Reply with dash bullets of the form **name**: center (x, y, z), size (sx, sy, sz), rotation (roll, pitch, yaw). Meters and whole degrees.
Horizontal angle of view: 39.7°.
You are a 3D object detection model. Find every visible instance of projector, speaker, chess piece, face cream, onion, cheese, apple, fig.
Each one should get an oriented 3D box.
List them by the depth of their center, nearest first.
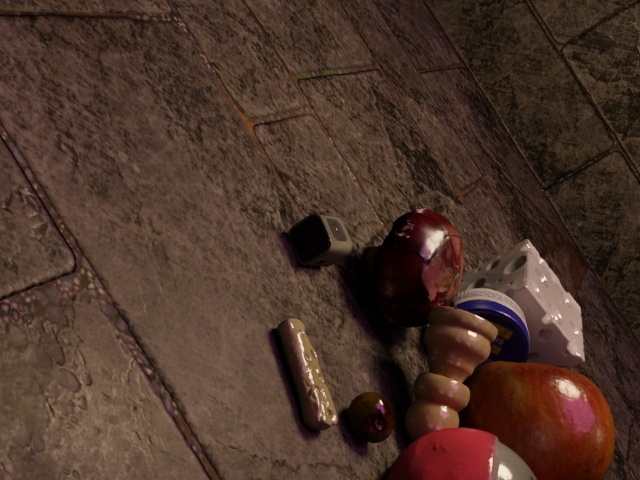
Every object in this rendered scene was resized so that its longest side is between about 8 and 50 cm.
- **cheese**: center (-0.022, 0.219, 1.461), size (0.065, 0.043, 0.194), rotation (16, 47, -52)
- **speaker**: center (0.243, 0.459, 1.511), size (0.294, 0.294, 0.294), rotation (41, 30, -31)
- **fig**: center (0.083, 0.301, 1.537), size (0.084, 0.082, 0.098), rotation (30, -5, -21)
- **chess piece**: center (0.238, 0.267, 1.685), size (0.142, 0.142, 0.261), rotation (33, 69, -41)
- **projector**: center (0.000, 0.000, 1.696), size (0.082, 0.083, 0.083), rotation (7, 54, -58)
- **apple**: center (0.414, 0.381, 1.717), size (0.301, 0.301, 0.301), rotation (41, 30, -31)
- **onion**: center (0.182, 0.059, 1.830), size (0.252, 0.219, 0.252), rotation (14, 90, -69)
- **face cream**: center (0.350, 0.210, 1.937), size (0.206, 0.206, 0.111), rotation (49, 24, -16)

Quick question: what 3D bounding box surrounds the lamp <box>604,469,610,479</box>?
- **lamp**: center (0.533, 0.540, 1.888), size (0.182, 0.182, 0.314), rotation (56, 14, -3)

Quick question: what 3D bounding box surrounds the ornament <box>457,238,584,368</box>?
- **ornament**: center (0.456, 0.190, 2.104), size (0.240, 0.240, 0.239), rotation (50, 27, -14)
